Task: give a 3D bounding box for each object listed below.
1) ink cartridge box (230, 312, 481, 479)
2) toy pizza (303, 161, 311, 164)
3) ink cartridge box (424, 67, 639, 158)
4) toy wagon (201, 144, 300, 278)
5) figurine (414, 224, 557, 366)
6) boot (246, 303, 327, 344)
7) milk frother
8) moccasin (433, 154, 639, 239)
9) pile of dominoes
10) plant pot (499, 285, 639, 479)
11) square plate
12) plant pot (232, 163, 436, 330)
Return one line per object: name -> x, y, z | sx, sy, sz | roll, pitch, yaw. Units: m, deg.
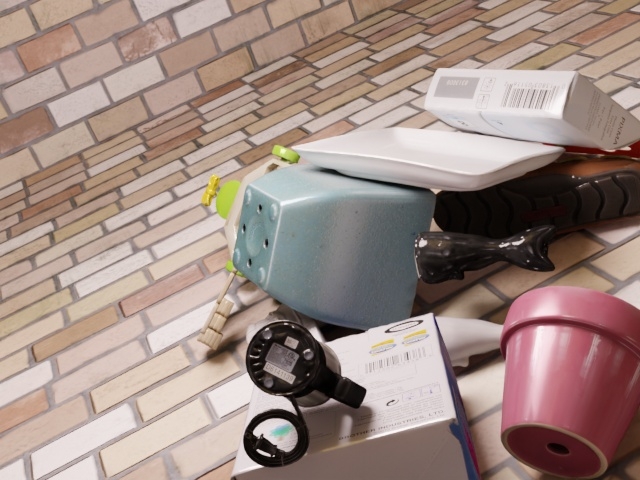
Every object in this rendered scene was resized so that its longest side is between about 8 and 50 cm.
ink cartridge box -> 0.053, 0.234, 1.209 | 0.270, 0.151, 0.395 | -16, 16, 6
toy pizza -> 0.031, -0.121, 1.993 | 0.201, 0.032, 0.201 | -2, 50, 2
ink cartridge box -> 0.422, -0.192, 1.664 | 0.308, 0.385, 0.091 | 13, 81, 50
toy wagon -> -0.096, -0.049, 1.801 | 0.344, 0.068, 0.267 | 24, 93, 40
figurine -> 0.255, 0.085, 1.382 | 0.209, 0.215, 0.092 | -6, -12, 22
boot -> -0.052, 0.182, 1.530 | 0.123, 0.095, 0.258 | -30, 18, -3
milk frother -> -0.034, 0.180, 1.055 | 0.129, 0.135, 0.143 | 42, 87, 20
moccasin -> 0.386, -0.083, 1.634 | 0.380, 0.139, 0.147 | -15, 16, 20
pile of dominoes -> -0.148, 0.075, 1.665 | 0.251, 0.040, 0.196 | -63, 3, -5
plant pot -> 0.309, 0.185, 1.143 | 0.201, 0.201, 0.180 | -1, 48, 36
square plate -> 0.186, -0.139, 1.550 | 0.347, 0.049, 0.344 | 12, 18, 33
plant pot -> 0.000, 0.000, 1.527 | 0.252, 0.248, 0.247 | 5, 13, -28
